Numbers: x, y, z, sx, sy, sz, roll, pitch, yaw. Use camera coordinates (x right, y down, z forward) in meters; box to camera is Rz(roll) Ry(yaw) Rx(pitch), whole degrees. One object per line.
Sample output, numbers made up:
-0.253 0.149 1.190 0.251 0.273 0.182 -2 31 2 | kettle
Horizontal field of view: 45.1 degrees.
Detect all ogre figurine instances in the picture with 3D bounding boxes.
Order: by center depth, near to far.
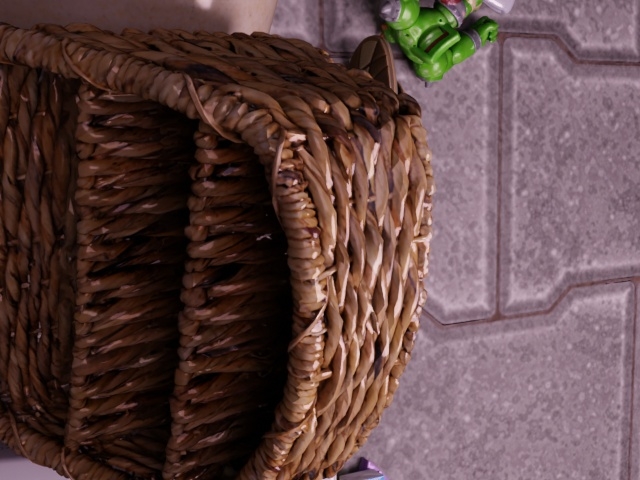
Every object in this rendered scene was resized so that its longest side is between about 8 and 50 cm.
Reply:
0.128 -0.256 0.859 0.097 0.197 0.118 37 85 21 | ogre figurine

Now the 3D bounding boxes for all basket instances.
-0.083 0.035 0.477 0.223 0.213 0.299 -8 123 -36 | basket

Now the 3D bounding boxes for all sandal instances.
0.077 -0.142 0.873 0.049 0.072 0.180 -29 110 -36 | sandal

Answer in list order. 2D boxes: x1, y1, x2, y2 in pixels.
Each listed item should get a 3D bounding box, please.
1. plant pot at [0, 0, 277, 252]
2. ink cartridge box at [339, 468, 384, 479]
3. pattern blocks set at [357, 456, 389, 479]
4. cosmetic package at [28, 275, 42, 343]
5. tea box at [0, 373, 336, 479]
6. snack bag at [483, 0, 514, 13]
-0.179 -0.140 0.632 0.334 0.334 0.305 0 107 -26 | plant pot
0.050 0.318 0.909 0.048 0.028 0.083 -3 95 -29 | ink cartridge box
-0.043 0.384 0.902 0.325 0.026 0.285 -32 109 -18 | pattern blocks set
-0.275 0.046 0.729 0.041 0.060 0.115 -6 101 -26 | cosmetic package
-0.168 0.295 0.691 0.329 0.220 0.323 -1 97 -13 | tea box
0.167 -0.474 0.889 0.343 0.037 0.323 30 83 -26 | snack bag
